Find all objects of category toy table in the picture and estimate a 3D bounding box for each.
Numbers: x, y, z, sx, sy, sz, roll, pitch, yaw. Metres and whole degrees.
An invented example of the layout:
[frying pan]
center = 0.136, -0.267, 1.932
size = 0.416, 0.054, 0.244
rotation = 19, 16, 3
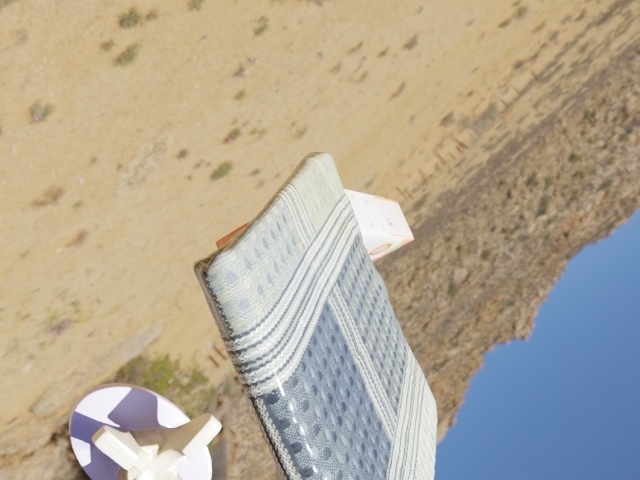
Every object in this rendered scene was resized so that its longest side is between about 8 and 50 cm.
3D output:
[toy table]
center = -0.276, 0.361, 1.174
size = 0.252, 0.274, 0.161
rotation = -58, -157, -7

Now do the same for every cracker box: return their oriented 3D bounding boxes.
[cracker box]
center = 0.000, 0.000, 0.937
size = 0.156, 0.067, 0.232
rotation = -29, 164, 25

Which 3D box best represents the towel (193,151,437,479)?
[towel]
center = 0.016, 0.102, 0.578
size = 0.056, 0.312, 0.324
rotation = -20, -168, 17
